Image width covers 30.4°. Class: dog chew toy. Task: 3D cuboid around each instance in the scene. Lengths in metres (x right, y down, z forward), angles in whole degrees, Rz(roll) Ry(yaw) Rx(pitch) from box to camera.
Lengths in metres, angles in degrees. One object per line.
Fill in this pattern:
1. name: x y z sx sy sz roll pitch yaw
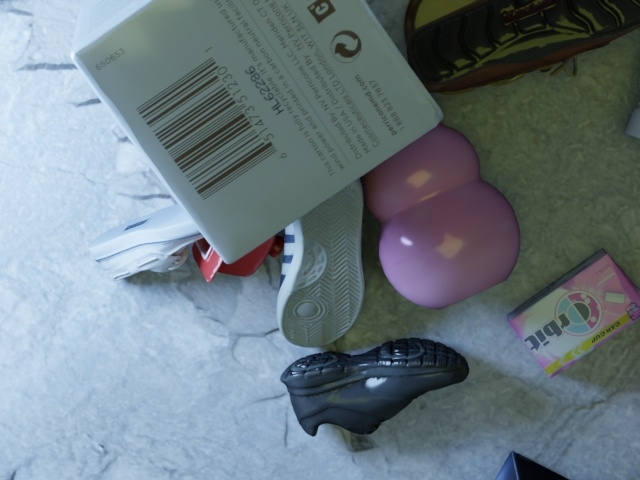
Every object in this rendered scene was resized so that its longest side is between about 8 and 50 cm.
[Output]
1. dog chew toy: 0.150 -0.073 1.695 0.206 0.206 0.332 -25 86 8

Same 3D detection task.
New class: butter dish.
1. butter dish: -0.109 -0.010 1.766 0.118 0.160 0.160 24 99 -21

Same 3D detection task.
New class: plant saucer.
1. plant saucer: 0.206 -0.317 1.738 0.168 0.029 0.168 1 97 7

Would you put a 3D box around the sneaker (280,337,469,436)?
1. sneaker: 0.088 0.227 1.792 0.286 0.109 0.130 -9 103 16

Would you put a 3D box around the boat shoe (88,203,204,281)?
1. boat shoe: -0.236 0.005 1.768 0.258 0.095 0.084 -13 113 41

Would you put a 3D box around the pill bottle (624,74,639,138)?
1. pill bottle: 0.543 -0.256 1.643 0.160 0.160 0.283 22 99 3

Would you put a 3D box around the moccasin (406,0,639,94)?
1. moccasin: 0.311 -0.295 1.657 0.380 0.147 0.139 -25 81 10

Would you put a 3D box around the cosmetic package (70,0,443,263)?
1. cosmetic package: -0.097 -0.240 1.540 0.327 0.394 0.329 -35 112 4

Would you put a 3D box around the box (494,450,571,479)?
1. box: 0.290 0.507 1.698 0.182 0.296 0.294 27 99 2

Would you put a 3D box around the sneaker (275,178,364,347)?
1. sneaker: 0.000 0.000 1.745 0.131 0.148 0.350 2 129 -10

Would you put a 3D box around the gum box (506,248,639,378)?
1. gum box: 0.386 0.105 1.755 0.188 0.062 0.107 -36 92 9
